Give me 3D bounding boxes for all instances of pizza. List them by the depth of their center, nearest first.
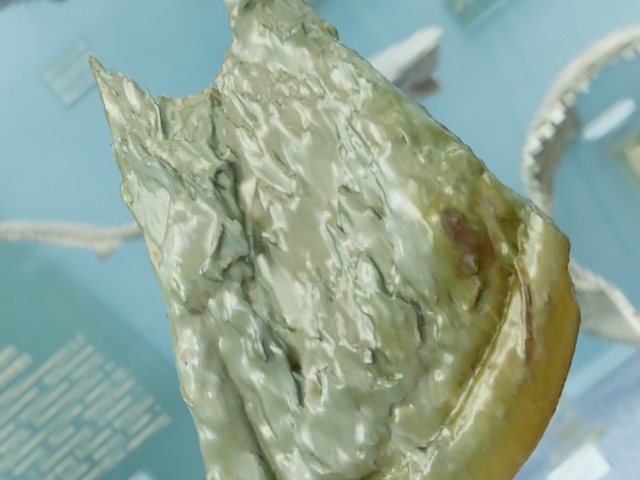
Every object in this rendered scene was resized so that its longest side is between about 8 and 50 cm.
[{"bbox_3d":[0.000,0.000,0.674,0.181,0.262,0.034,-25,-3,14],"label":"pizza"}]
